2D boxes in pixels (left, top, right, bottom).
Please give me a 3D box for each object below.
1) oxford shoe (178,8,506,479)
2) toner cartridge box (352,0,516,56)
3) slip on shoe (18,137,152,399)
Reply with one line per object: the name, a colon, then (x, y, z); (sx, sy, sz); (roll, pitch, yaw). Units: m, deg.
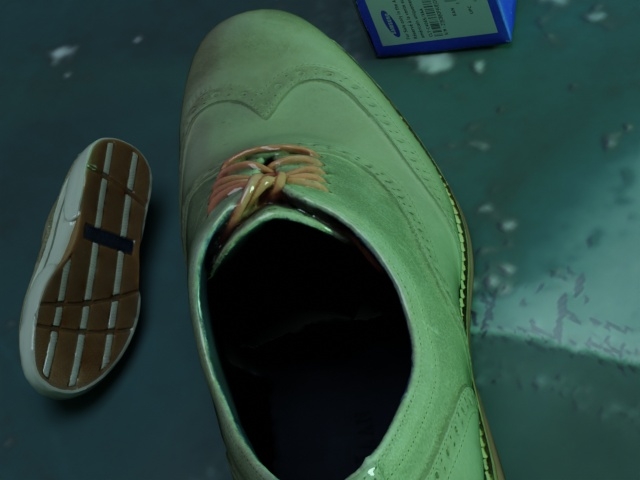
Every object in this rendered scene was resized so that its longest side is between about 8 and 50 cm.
oxford shoe: (0.000, 0.000, 0.725); (0.123, 0.130, 0.348); (-21, 46, 2)
toner cartridge box: (0.062, -0.275, 0.924); (0.075, 0.165, 0.348); (-4, 49, 18)
slip on shoe: (-0.111, 0.016, 0.818); (0.041, 0.051, 0.135); (-36, 39, 47)
